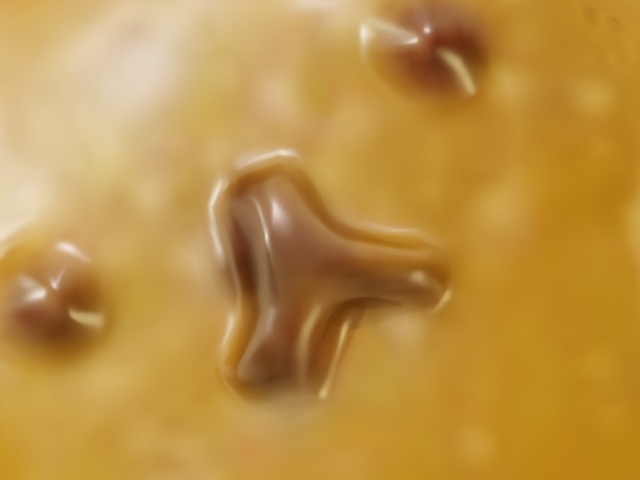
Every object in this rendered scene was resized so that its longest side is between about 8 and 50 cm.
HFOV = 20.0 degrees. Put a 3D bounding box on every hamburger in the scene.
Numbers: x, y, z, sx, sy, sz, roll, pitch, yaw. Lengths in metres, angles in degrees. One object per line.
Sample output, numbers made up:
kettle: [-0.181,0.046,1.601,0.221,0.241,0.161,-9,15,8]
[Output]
hamburger: [0.000,0.000,0.435,0.261,0.186,0.302,-22,90,-1]
